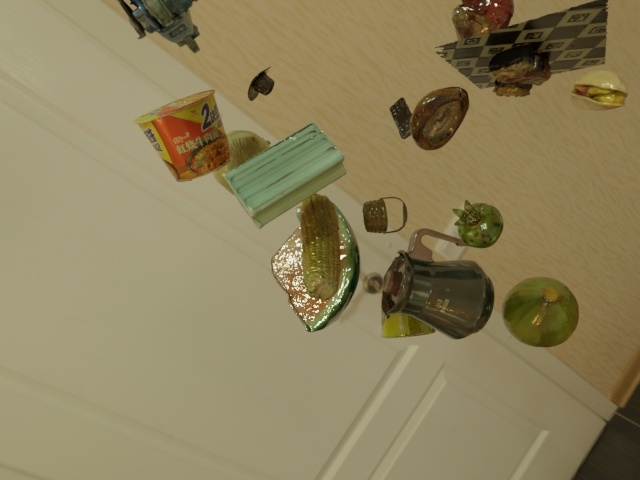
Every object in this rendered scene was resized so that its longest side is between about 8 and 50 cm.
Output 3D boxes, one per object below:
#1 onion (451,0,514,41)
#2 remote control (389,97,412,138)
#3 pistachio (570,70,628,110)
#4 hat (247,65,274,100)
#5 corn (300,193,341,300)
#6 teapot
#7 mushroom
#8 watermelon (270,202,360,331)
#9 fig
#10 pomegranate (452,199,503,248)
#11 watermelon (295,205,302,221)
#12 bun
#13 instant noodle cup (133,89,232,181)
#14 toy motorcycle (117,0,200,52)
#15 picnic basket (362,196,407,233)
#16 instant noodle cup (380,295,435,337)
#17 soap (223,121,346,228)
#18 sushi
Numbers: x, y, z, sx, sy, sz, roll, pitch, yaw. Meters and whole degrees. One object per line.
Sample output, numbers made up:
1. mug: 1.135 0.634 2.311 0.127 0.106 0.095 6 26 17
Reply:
1. onion: 0.407 -0.577 1.046 0.184 0.147 0.183 -178 90 -80
2. remote control: 0.164 -0.240 0.792 0.039 0.014 0.096 -37 51 32
3. pistachio: 0.858 -0.457 1.229 0.200 0.145 0.117 -90 9 -69
4. hat: -0.172 -0.470 1.219 0.121 0.050 0.121 -56 4 7
5. corn: 0.000 0.000 0.839 0.086 0.087 0.288 -42 32 30
6. teapot: 0.424 0.157 1.492 0.305 0.362 0.375 -170 95 -80
7. mushroom: 0.202 -0.212 0.691 0.123 0.123 0.052 -48 56 16
8. watermelon: 0.031 0.045 1.138 0.319 0.292 0.222 -17 -31 -50
9. fig: 0.744 0.236 1.358 0.240 0.271 0.239 -8 63 16
10. pomegranate: 0.516 -0.062 1.352 0.156 0.220 0.156 -42 34 38
11. watermelon: -0.051 -0.108 1.542 0.072 0.092 0.084 -47 23 25
12. bun: -0.286 -0.272 1.450 0.160 0.259 0.259 2 57 41
13. instant noodle cup: -0.329 -0.261 1.018 0.213 0.174 0.213 -15 30 9
14. toy motorcycle: -0.403 -0.632 1.020 0.319 0.182 0.240 -96 1 -82
15. picnic basket: 0.127 -0.049 0.781 0.072 0.083 0.072 174 90 -88
16. instant noodle cup: 0.398 0.348 1.909 0.264 0.264 0.200 -22 73 55
17. soap: -0.063 -0.121 0.739 0.198 0.063 0.114 -32 61 -7
18. sushi: 0.388 -0.328 0.763 0.264 0.290 0.050 1 92 37
